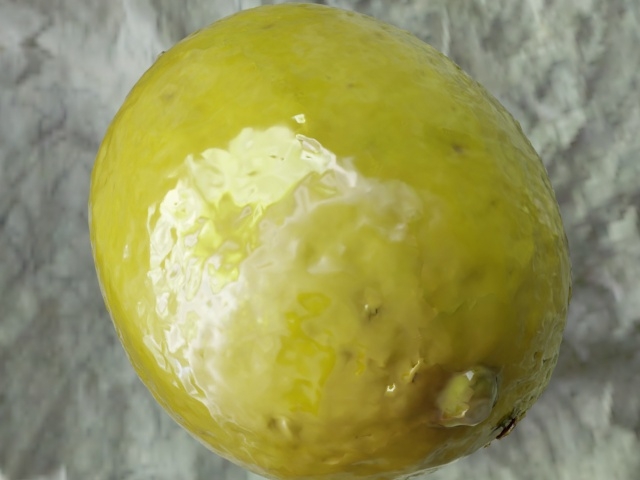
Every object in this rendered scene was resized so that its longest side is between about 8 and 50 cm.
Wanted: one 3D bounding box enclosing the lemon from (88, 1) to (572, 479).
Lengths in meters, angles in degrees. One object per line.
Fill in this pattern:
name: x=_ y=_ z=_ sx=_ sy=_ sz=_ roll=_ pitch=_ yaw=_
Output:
lemon: x=0.003 y=0.003 z=0.867 sx=0.236 sy=0.263 sz=0.236 roll=-4 pitch=-44 yaw=-4
